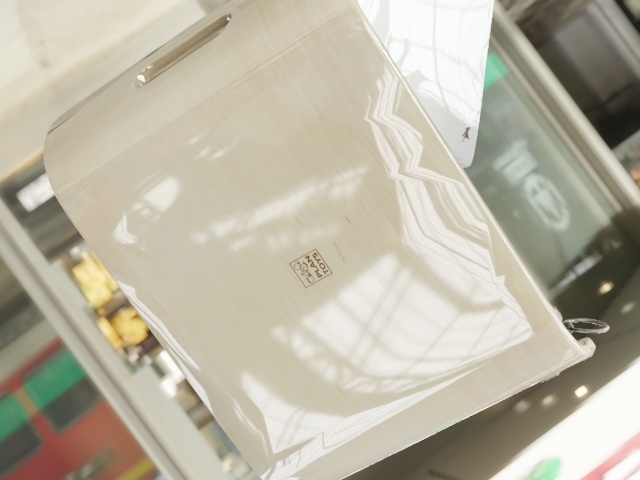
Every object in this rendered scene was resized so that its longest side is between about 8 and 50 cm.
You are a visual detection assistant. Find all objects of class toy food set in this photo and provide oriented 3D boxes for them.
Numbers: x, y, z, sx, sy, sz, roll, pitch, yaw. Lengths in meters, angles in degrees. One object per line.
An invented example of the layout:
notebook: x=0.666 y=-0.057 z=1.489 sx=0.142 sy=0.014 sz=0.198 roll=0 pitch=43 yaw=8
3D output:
toy food set: x=0.000 y=0.000 z=0.798 sx=0.220 sy=0.306 sz=0.092 roll=-30 pitch=-166 yaw=20

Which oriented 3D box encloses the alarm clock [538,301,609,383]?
alarm clock: x=0.150 y=0.076 z=1.057 sx=0.192 sy=0.064 sz=0.129 roll=-4 pitch=-171 yaw=-20

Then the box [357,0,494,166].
box: x=0.039 y=-0.165 z=1.033 sx=0.119 sy=0.181 sz=0.181 roll=0 pitch=166 yaw=40
